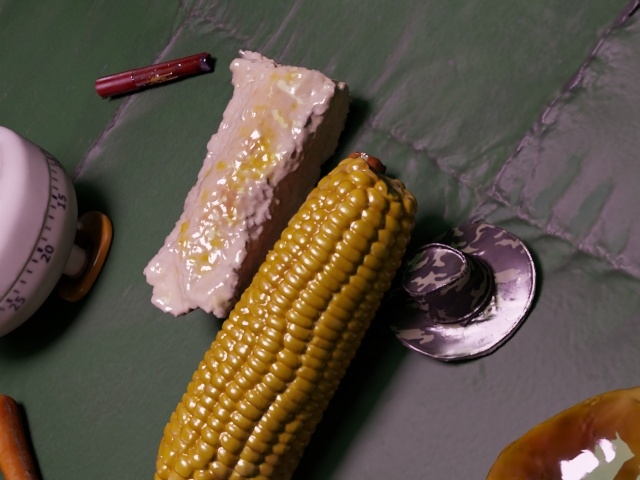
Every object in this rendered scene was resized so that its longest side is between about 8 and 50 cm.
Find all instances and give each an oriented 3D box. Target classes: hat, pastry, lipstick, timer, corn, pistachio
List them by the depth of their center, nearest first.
[{"bbox_3d":[0.160,0.150,0.495,0.189,0.100,0.110,-31,47,21],"label":"pistachio"},{"bbox_3d":[0.094,0.029,0.652,0.121,0.050,0.121,-18,55,28],"label":"hat"},{"bbox_3d":[-0.029,0.080,0.667,0.106,0.106,0.305,33,99,45],"label":"corn"},{"bbox_3d":[-0.061,-0.045,0.794,0.121,0.089,0.259,9,74,40],"label":"pastry"},{"bbox_3d":[-0.374,-0.017,0.931,0.233,0.240,0.234,-19,56,30],"label":"timer"},{"bbox_3d":[-0.190,-0.190,1.026,0.176,0.027,0.027,-6,63,36],"label":"lipstick"}]

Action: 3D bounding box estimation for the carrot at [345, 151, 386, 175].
[{"bbox_3d":[0.000,0.000,0.747,0.055,0.055,0.161,26,79,45],"label":"carrot"}]

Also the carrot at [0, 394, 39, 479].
[{"bbox_3d":[-0.293,0.224,0.880,0.037,0.037,0.190,-47,50,9],"label":"carrot"}]
